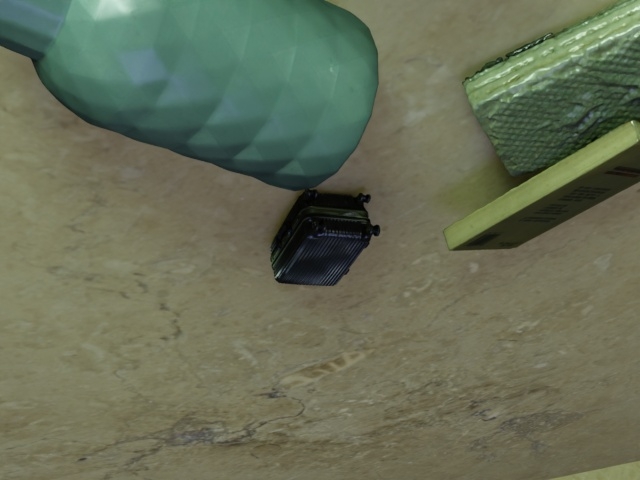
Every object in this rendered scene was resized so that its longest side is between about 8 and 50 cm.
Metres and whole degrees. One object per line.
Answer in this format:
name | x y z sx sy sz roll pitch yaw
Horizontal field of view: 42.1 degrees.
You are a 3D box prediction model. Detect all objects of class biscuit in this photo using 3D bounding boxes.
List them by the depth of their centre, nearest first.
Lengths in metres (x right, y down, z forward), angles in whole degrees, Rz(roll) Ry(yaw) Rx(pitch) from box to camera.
biscuit | 0.270 -0.148 0.763 0.252 0.052 0.150 -24 147 15

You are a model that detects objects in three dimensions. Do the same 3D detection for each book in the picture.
book | 0.260 -0.050 0.884 0.231 0.026 0.161 -32 160 35

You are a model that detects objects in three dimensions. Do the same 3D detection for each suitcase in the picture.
suitcase | 0.000 0.000 0.890 0.086 0.059 0.126 5 144 -24

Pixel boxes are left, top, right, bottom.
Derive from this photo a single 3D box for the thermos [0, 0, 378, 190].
thermos | -0.098 -0.149 0.557 0.286 0.145 0.182 17 105 -37
